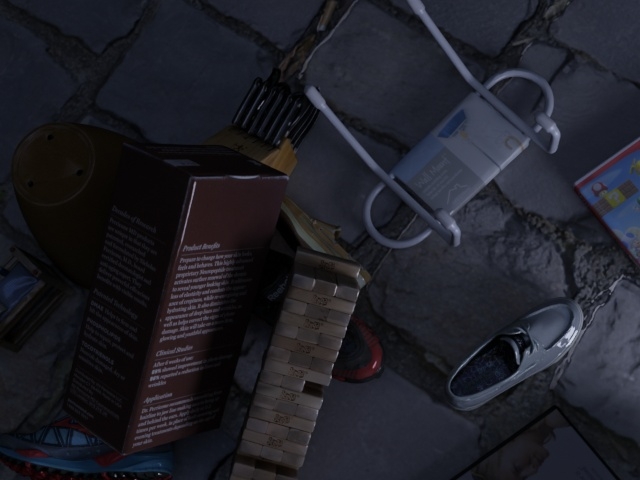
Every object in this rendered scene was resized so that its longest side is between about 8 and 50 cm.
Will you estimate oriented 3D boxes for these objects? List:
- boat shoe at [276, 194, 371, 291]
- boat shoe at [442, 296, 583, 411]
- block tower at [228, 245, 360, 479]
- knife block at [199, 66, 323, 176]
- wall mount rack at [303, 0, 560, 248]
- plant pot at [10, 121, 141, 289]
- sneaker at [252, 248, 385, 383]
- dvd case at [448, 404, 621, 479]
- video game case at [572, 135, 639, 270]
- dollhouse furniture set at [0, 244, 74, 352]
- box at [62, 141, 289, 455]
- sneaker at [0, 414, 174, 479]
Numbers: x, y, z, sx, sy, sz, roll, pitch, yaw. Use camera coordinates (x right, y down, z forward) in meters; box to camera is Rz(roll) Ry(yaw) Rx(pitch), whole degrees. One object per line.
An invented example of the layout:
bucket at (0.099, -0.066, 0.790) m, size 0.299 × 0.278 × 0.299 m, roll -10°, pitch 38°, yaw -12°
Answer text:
boat shoe at (0.000, 0.000, 1.524) m, size 0.072 × 0.068 × 0.190 m, roll -36°, pitch 82°, yaw -15°
boat shoe at (0.265, 0.154, 1.423) m, size 0.227 × 0.081 × 0.079 m, roll -36°, pitch 72°, yaw -2°
block tower at (-0.037, 0.183, 1.381) m, size 0.090 × 0.097 × 0.336 m, roll 16°, pitch 101°, yaw -5°
knife block at (-0.094, -0.112, 1.565) m, size 0.088 × 0.242 × 0.276 m, roll 29°, pitch 126°, yaw 16°
wall mount rack at (0.162, -0.171, 1.505) m, size 0.350 × 0.130 × 0.304 m, roll -44°, pitch 73°, yaw -5°
plant pot at (-0.332, -0.066, 1.490) m, size 0.237 × 0.254 × 0.237 m, roll -2°, pitch 75°, yaw 8°
sneaker at (-0.027, 0.100, 1.458) m, size 0.276 × 0.135 × 0.098 m, roll 38°, pitch 81°, yaw 15°
dvd case at (0.259, 0.350, 1.363) m, size 0.253 × 0.022 × 0.180 m, roll -35°, pitch 47°, yaw -2°
video game case at (0.522, -0.027, 1.463) m, size 0.204 × 0.025 × 0.285 m, roll -35°, pitch 72°, yaw -2°
dollhouse furniture set at (-0.491, 0.050, 1.547) m, size 0.183 × 0.129 × 0.129 m, roll 41°, pitch 84°, yaw 17°
box at (-0.193, 0.070, 1.373) m, size 0.143 × 0.191 × 0.382 m, roll 28°, pitch 108°, yaw 32°
sneaker at (-0.330, 0.285, 1.488) m, size 0.261 × 0.104 × 0.125 m, roll 4°, pitch 60°, yaw 4°
